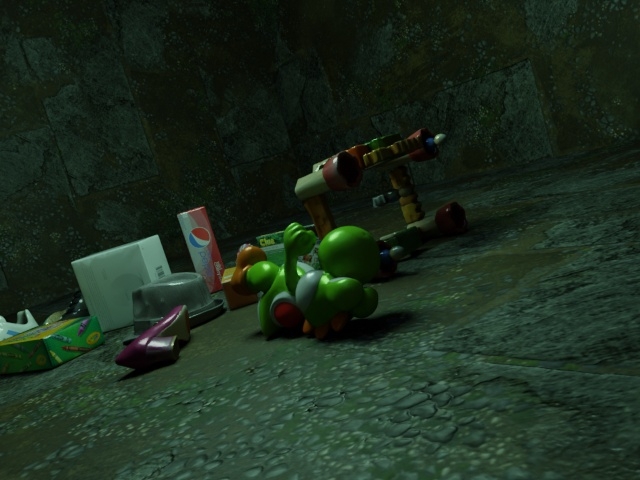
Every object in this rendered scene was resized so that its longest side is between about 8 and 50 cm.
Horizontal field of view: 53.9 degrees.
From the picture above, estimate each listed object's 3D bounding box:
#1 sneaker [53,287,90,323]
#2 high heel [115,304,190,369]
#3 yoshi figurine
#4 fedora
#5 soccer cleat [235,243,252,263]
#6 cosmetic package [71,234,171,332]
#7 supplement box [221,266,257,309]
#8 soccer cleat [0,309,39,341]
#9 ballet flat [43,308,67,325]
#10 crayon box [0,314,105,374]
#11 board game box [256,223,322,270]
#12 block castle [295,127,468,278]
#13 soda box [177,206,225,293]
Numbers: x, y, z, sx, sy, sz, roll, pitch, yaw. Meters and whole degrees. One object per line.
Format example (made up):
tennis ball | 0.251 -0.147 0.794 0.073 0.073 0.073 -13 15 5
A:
sneaker | -0.755 0.218 1.993 0.109 0.130 0.286 -13 9 19
high heel | -0.342 0.200 1.318 0.117 0.082 0.244 -7 20 -1
yoshi figurine | -0.008 0.060 1.167 0.204 0.202 0.362 -14 7 -34
fedora | -0.383 0.155 1.585 0.276 0.124 0.244 -13 7 30
soccer cleat | -0.273 0.065 2.268 0.095 0.083 0.248 -24 11 -18
cosmetic package | -0.561 0.127 1.833 0.225 0.223 0.138 -15 7 12
supplement box | -0.213 0.118 1.671 0.080 0.078 0.233 -18 7 -6
soccer cleat | -0.918 0.292 1.728 0.116 0.143 0.331 -14 8 25
ballet flat | -0.856 0.268 2.113 0.067 0.073 0.206 -3 11 1
crayon box | -0.720 0.274 1.643 0.279 0.081 0.165 -12 8 34
board game box | -0.067 0.034 1.745 0.260 0.136 0.030 -10 11 42
block castle | 0.179 -0.101 1.540 0.213 0.302 0.453 -20 3 41
soda box | -0.362 0.031 1.949 0.092 0.263 0.083 -19 7 -11
